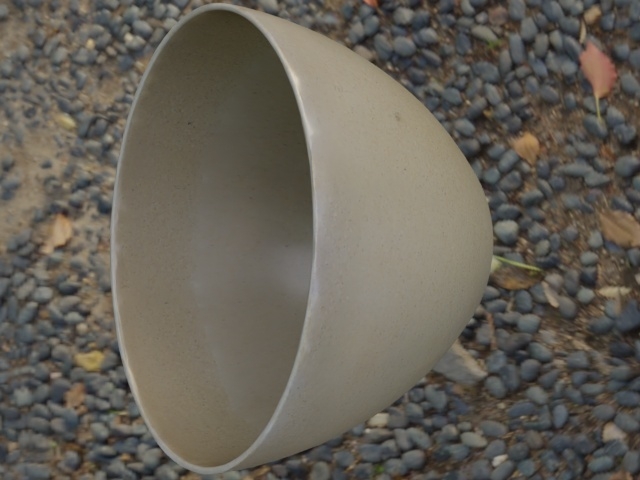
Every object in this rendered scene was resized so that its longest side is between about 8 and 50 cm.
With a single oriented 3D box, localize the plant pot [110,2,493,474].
[{"bbox_3d":[0.000,0.000,0.655,0.284,0.191,0.284,-3,87,57],"label":"plant pot"}]
